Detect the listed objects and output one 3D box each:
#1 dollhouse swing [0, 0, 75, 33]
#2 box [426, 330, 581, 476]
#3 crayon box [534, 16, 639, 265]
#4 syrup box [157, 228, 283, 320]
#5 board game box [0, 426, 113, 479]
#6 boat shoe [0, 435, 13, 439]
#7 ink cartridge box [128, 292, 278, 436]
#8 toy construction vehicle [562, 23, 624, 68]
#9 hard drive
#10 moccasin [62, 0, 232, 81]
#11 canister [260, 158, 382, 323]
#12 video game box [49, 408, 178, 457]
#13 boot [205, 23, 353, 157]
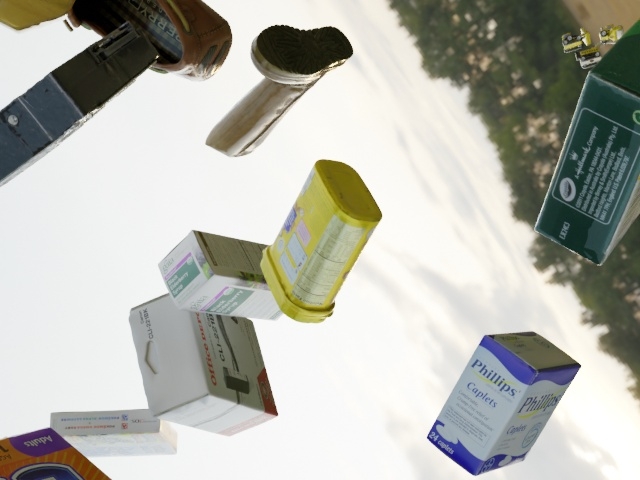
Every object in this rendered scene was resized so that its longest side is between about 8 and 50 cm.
[{"bbox_3d":[-0.424,-0.434,1.256,0.305,0.346,0.315,28,175,-25],"label":"dollhouse swing"},{"bbox_3d":[0.200,0.174,1.114,0.072,0.137,0.126,36,-162,31],"label":"box"},{"bbox_3d":[0.347,-0.147,1.052,0.083,0.203,0.323,31,-130,21],"label":"crayon box"},{"bbox_3d":[-0.136,0.060,1.650,0.237,0.093,0.096,12,-138,-52],"label":"syrup box"},{"bbox_3d":[-0.350,0.464,1.055,0.356,0.356,0.356,33,-164,24],"label":"board game box"},{"bbox_3d":[-0.455,0.341,1.484,0.302,0.113,0.103,48,-167,-36],"label":"boat shoe"},{"bbox_3d":[-0.198,0.215,1.776,0.273,0.114,0.197,35,-146,-62],"label":"ink cartridge box"},{"bbox_3d":[0.447,-0.326,1.684,0.086,0.098,0.035,49,-152,-57],"label":"toy construction vehicle"},{"bbox_3d":[-0.349,-0.104,1.137,0.064,0.339,0.237,52,-158,-14],"label":"hard drive"},{"bbox_3d":[-0.297,-0.334,1.366,0.380,0.139,0.147,42,-157,13],"label":"moccasin"},{"bbox_3d":[0.000,0.000,1.268,0.073,0.170,0.126,6,-141,-32],"label":"canister"},{"bbox_3d":[-0.355,0.339,1.793,0.205,0.187,0.048,86,179,-68],"label":"video game box"},{"bbox_3d":[-0.094,-0.222,1.621,0.236,0.269,0.089,-15,-109,-52],"label":"boot"}]
